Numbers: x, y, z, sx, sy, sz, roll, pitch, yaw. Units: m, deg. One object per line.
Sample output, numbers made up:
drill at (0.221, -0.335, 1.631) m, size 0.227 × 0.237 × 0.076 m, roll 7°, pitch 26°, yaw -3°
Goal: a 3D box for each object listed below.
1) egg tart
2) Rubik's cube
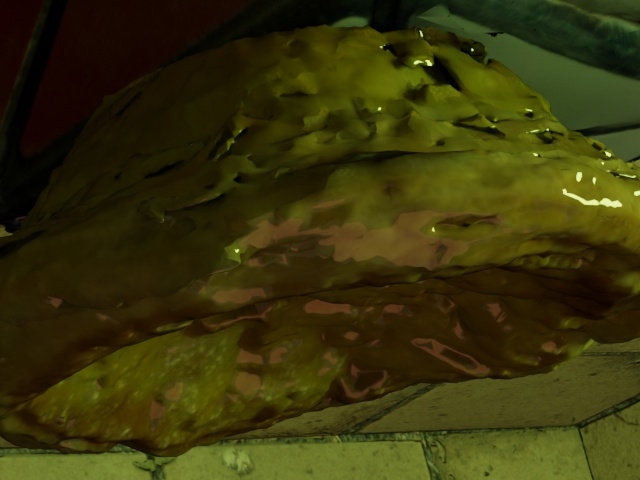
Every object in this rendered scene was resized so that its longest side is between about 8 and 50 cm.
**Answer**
egg tart at (-0.004, 0.001, 0.754) m, size 0.341 × 0.129 × 0.341 m, roll -10°, pitch 161°, yaw -3°
Rubik's cube at (0.012, -0.169, 0.904) m, size 0.310 × 0.305 × 0.307 m, roll 7°, pitch 152°, yaw -45°
